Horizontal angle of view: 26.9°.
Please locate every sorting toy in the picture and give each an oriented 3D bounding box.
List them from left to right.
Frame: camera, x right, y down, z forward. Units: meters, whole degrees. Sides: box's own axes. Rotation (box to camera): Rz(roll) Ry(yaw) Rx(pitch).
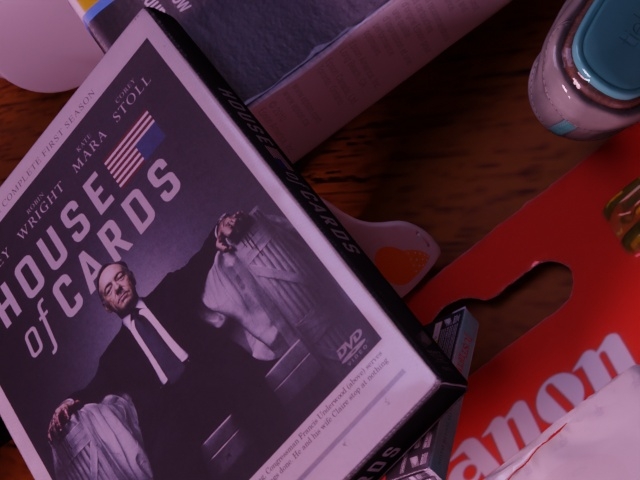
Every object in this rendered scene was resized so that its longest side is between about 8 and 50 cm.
[{"bbox_3d":[0.000,0.000,0.640,0.083,0.075,0.045,-3,52,56],"label":"sorting toy"}]

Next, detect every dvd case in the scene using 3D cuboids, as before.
[{"bbox_3d":[-0.068,0.037,0.579,0.179,0.029,0.238,-48,58,16],"label":"dvd case"},{"bbox_3d":[0.013,0.082,0.571,0.119,0.013,0.087,-27,30,36],"label":"dvd case"}]

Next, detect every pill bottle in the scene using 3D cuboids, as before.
[{"bbox_3d":[-0.231,-0.201,0.991,0.136,0.136,0.245,-50,39,5],"label":"pill bottle"}]

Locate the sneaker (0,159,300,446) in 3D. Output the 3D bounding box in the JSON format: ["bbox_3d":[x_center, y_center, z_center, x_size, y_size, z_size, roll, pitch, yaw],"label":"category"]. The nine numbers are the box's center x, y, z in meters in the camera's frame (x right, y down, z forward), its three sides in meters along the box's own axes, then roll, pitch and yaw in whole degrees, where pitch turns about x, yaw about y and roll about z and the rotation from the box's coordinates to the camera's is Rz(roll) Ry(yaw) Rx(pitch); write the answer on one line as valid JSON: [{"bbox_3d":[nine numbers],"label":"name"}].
[{"bbox_3d":[-0.123,0.039,0.742,0.302,0.108,0.121,-36,61,13],"label":"sneaker"}]

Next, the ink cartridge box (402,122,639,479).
[{"bbox_3d":[0.076,0.126,0.470,0.308,0.091,0.385,-39,42,18],"label":"ink cartridge box"}]

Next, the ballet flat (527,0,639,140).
[{"bbox_3d":[0.159,-0.132,0.594,0.213,0.072,0.068,-53,0,-15],"label":"ballet flat"}]

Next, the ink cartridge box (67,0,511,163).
[{"bbox_3d":[-0.009,-0.214,0.713,0.307,0.072,0.303,-38,56,1],"label":"ink cartridge box"}]

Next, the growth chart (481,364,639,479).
[{"bbox_3d":[0.069,0.119,0.408,0.237,0.021,0.172,-39,25,17],"label":"growth chart"}]
